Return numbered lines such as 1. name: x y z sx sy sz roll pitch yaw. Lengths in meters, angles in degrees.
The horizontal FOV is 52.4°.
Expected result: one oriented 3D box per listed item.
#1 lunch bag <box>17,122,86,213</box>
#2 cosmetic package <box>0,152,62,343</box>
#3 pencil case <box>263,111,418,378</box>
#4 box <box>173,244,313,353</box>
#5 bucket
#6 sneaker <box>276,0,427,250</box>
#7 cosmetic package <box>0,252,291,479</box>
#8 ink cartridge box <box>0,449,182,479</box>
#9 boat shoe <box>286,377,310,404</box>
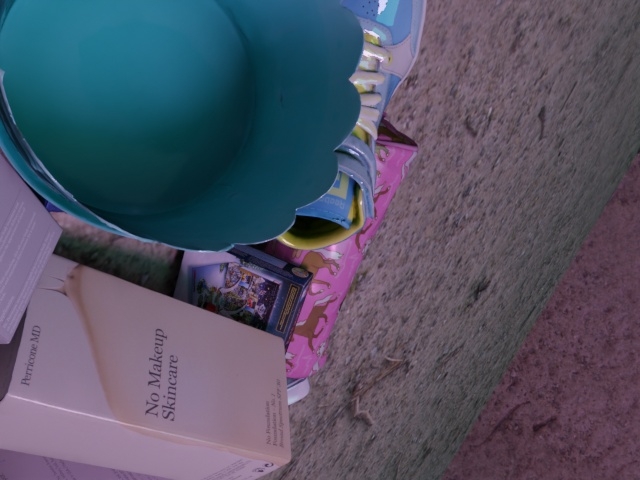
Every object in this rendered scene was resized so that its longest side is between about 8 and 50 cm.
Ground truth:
1. lunch bag: -0.238 -0.071 0.614 0.065 0.067 0.098 -8 125 -49
2. cosmetic package: -0.310 -0.032 0.485 0.238 0.107 0.127 70 25 -48
3. pencil case: 0.000 0.000 0.904 0.160 0.167 0.386 7 116 -34
4. box: -0.120 0.117 0.852 0.044 0.159 0.233 -50 162 -65
5. bucket: -0.123 -0.132 0.513 0.281 0.183 0.281 -2 94 -31
6. sneaker: 0.027 -0.127 0.629 0.127 0.208 0.319 14 122 -9
7. cosmetic package: -0.184 0.148 0.683 0.309 0.160 0.113 27 131 -37
8. ink cartridge box: -0.336 0.353 0.743 0.353 0.207 0.119 -39 148 -21
9. boat shoe: -0.155 0.234 0.979 0.301 0.108 0.102 -19 102 -26
